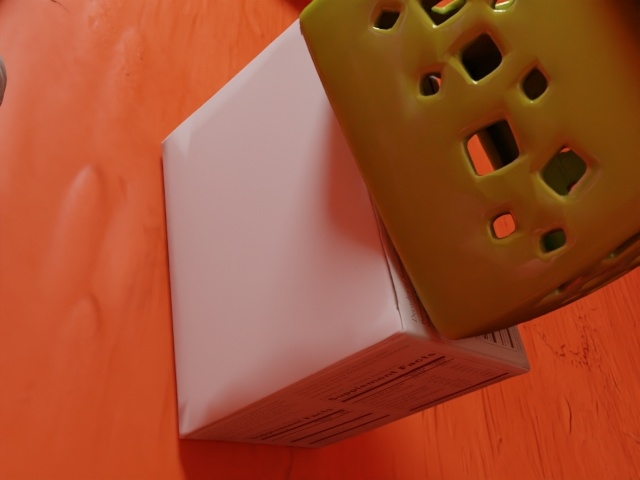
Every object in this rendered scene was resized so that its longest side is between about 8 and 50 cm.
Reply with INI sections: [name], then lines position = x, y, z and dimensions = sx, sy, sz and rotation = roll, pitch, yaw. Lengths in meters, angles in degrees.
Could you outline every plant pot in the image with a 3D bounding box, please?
[plant pot]
position = 0.160, -0.089, 0.421
dimensions = 0.227, 0.207, 0.228
rotation = -3, 67, -54

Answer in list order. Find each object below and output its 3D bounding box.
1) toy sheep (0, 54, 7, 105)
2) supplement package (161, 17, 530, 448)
[toy sheep]
position = -0.239, -0.101, 0.415
dimensions = 0.091, 0.091, 0.132
rotation = 41, 32, -21
[supplement package]
position = 0.000, 0.000, 0.516
dimensions = 0.145, 0.204, 0.261
rotation = 21, 48, -43
